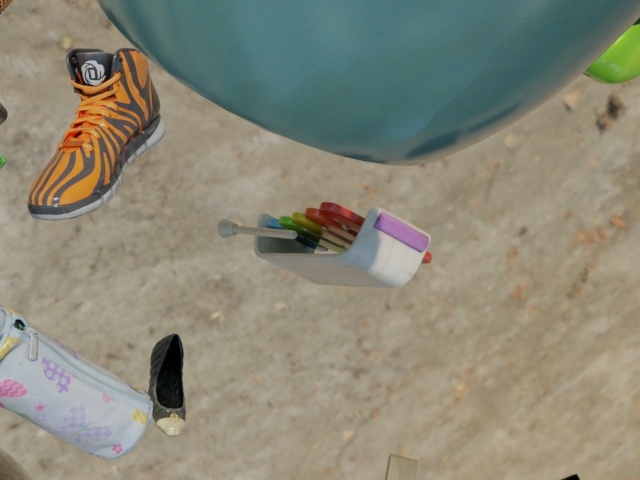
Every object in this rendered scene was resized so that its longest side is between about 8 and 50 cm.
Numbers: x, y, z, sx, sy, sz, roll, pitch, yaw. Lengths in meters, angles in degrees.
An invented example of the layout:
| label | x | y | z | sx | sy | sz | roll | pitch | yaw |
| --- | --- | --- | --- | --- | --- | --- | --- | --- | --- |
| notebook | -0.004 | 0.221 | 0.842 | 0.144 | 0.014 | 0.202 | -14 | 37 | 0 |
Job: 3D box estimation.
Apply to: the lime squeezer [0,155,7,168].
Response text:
| label | x | y | z | sx | sy | sz | roll | pitch | yaw |
| --- | --- | --- | --- | --- | --- | --- | --- | --- | --- |
| lime squeezer | -0.661 | -0.041 | 1.886 | 0.310 | 0.059 | 0.110 | -36 | 155 | -9 |

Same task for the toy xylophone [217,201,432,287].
| label | x | y | z | sx | sy | sz | roll | pitch | yaw |
| --- | --- | --- | --- | --- | --- | --- | --- | --- | --- |
| toy xylophone | 0.000 | 0.000 | 1.617 | 0.236 | 0.322 | 0.081 | 29 | 73 | -40 |

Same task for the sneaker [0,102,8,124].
| label | x | y | z | sx | sy | sz | roll | pitch | yaw |
| --- | --- | --- | --- | --- | --- | --- | --- | --- | --- |
| sneaker | -0.353 | -0.122 | 1.031 | 0.080 | 0.211 | 0.081 | -39 | 109 | -21 |

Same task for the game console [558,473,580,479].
| label | x | y | z | sx | sy | sz | roll | pitch | yaw |
| --- | --- | --- | --- | --- | --- | --- | --- | --- | --- |
| game console | 0.339 | 0.328 | 1.140 | 0.361 | 0.213 | 0.044 | -13 | 160 | -31 |

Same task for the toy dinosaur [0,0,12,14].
| label | x | y | z | sx | sy | sz | roll | pitch | yaw |
| --- | --- | --- | --- | --- | --- | --- | --- | --- | --- |
| toy dinosaur | -0.606 | -0.379 | 1.712 | 0.164 | 0.218 | 0.322 | -30 | 177 | 5 |

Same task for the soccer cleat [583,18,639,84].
| label | x | y | z | sx | sy | sz | roll | pitch | yaw |
| --- | --- | --- | --- | --- | --- | --- | --- | --- | --- |
| soccer cleat | 0.174 | -0.175 | 0.598 | 0.072 | 0.060 | 0.179 | 3 | 103 | -47 |

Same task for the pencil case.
| label | x | y | z | sx | sy | sz | roll | pitch | yaw |
| --- | --- | --- | --- | --- | --- | --- | --- | --- | --- |
| pencil case | -0.358 | 0.196 | 1.499 | 0.124 | 0.113 | 0.273 | -40 | 125 | 13 |

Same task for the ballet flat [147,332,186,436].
| label | x | y | z | sx | sy | sz | roll | pitch | yaw |
| --- | --- | --- | --- | --- | --- | --- | --- | --- | --- |
| ballet flat | -0.231 | 0.217 | 1.667 | 0.057 | 0.173 | 0.049 | 13 | 135 | -28 |

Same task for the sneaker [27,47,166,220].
| label | x | y | z | sx | sy | sz | roll | pitch | yaw |
| --- | --- | --- | --- | --- | --- | --- | --- | --- | --- |
| sneaker | -0.335 | -0.171 | 1.565 | 0.124 | 0.321 | 0.180 | 4 | 126 | 17 |

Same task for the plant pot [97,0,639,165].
| label | x | y | z | sx | sy | sz | roll | pitch | yaw |
| --- | --- | --- | --- | --- | --- | --- | --- | --- | --- |
| plant pot | 0.031 | -0.175 | 0.455 | 0.293 | 0.293 | 0.235 | 4 | 125 | -39 |

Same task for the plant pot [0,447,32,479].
| label | x | y | z | sx | sy | sz | roll | pitch | yaw |
| --- | --- | --- | --- | --- | --- | --- | --- | --- | --- |
| plant pot | -0.489 | 0.346 | 1.438 | 0.237 | 0.237 | 0.254 | -21 | 160 | -21 |

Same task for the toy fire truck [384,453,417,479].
| label | x | y | z | sx | sy | sz | roll | pitch | yaw |
| --- | --- | --- | --- | --- | --- | --- | --- | --- | --- |
| toy fire truck | 0.055 | 0.394 | 1.494 | 0.217 | 0.246 | 0.158 | 33 | 107 | -12 |
